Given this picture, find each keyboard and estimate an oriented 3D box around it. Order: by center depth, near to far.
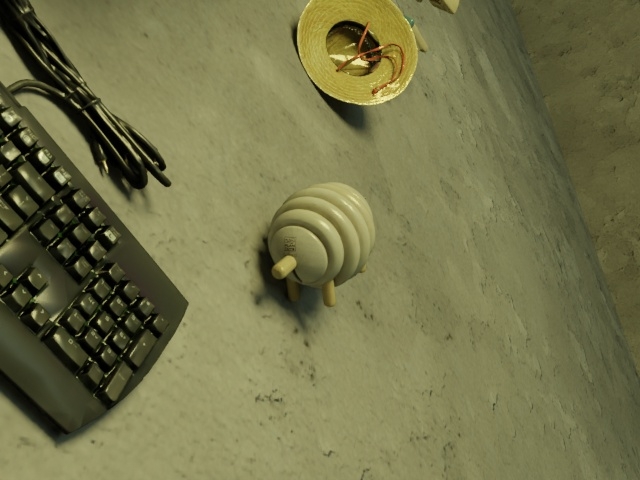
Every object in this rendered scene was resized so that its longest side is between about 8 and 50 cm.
[{"bbox_3d":[-0.173,-0.070,0.369,0.317,0.033,0.201,55,28,-22],"label":"keyboard"}]

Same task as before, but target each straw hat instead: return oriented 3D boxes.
[{"bbox_3d":[0.034,-0.217,0.823,0.144,0.144,0.061,61,-14,-9],"label":"straw hat"}]

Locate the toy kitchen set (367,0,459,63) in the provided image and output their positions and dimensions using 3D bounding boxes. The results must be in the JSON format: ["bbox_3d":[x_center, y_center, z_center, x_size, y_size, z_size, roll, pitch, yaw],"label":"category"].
[{"bbox_3d":[0.056,-0.331,0.965,0.207,0.166,0.122,39,7,38],"label":"toy kitchen set"}]

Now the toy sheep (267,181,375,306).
[{"bbox_3d":[0.000,0.000,0.569,0.091,0.091,0.132,60,33,-12],"label":"toy sheep"}]
